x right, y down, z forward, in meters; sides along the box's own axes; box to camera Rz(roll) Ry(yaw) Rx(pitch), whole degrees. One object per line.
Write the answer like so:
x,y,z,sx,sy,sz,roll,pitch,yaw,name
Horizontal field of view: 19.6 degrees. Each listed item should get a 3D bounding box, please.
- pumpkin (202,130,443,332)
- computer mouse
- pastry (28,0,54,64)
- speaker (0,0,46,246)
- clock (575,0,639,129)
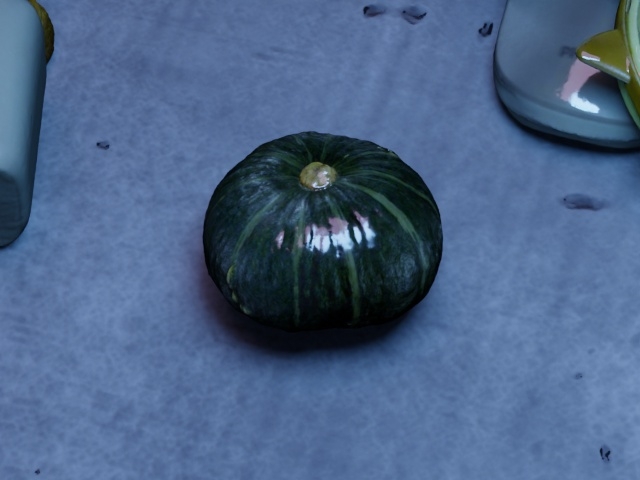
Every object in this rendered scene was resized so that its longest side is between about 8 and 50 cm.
0.001,-0.002,1.611,0.211,0.152,0.212,-8,40,7,pumpkin
0.281,-0.227,1.794,0.197,0.095,0.331,14,57,5,computer mouse
-0.310,-0.199,1.805,0.097,0.057,0.109,-32,59,-13,pastry
-0.452,-0.106,1.658,0.406,0.183,0.184,0,61,-6,speaker
0.406,-0.162,1.676,0.348,0.117,0.286,22,57,-8,clock
